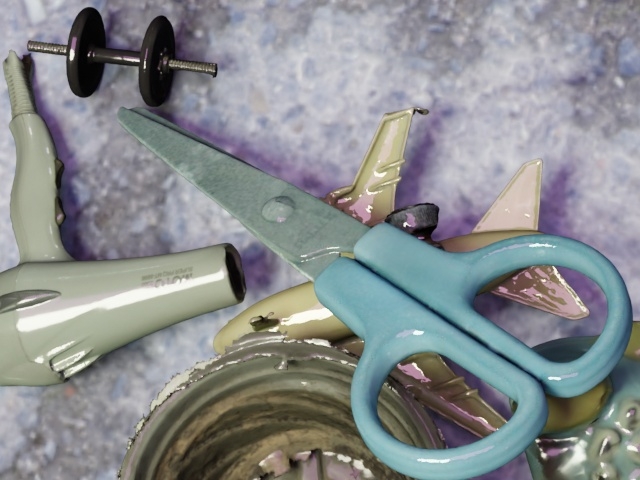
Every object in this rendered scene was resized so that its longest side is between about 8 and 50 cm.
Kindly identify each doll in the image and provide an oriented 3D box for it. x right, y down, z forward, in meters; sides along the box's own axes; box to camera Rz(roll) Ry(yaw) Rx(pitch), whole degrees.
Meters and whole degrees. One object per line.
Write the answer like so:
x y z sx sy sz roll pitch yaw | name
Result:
0.262 0.119 1.203 0.261 0.161 0.177 -16 92 6 | doll

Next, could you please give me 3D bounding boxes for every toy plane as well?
0.047 0.035 1.296 0.256 0.104 0.241 -16 82 -3 | toy plane

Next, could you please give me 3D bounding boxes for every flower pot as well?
-0.016 0.189 1.237 0.236 0.140 0.235 -2 73 7 | flower pot

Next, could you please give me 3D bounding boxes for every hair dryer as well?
-0.153 -0.020 1.338 0.229 0.092 0.267 3 71 21 | hair dryer

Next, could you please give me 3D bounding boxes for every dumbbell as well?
-0.148 -0.136 1.384 0.147 0.069 0.069 8 76 10 | dumbbell

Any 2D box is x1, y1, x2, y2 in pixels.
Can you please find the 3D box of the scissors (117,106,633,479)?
0.000 0.000 1.239 0.192 0.029 0.447 -41 49 -18 | scissors
